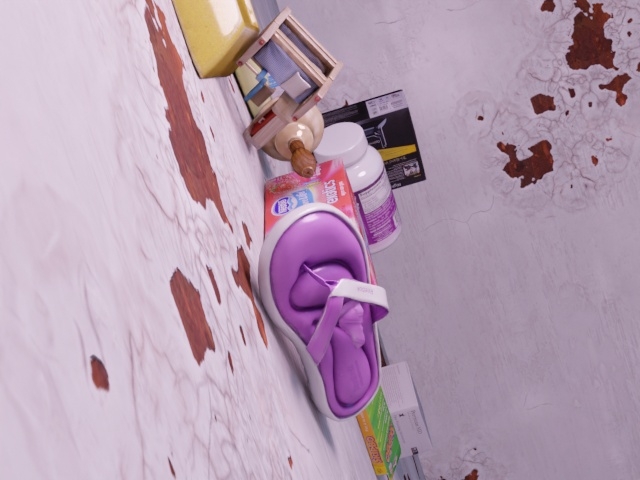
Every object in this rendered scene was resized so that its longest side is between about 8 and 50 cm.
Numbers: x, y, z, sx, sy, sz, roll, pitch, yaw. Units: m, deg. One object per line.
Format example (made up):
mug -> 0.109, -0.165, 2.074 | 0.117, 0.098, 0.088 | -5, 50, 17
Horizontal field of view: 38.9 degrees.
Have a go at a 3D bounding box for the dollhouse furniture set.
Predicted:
dollhouse furniture set -> -0.084, -0.239, 1.419 | 0.129, 0.184, 0.129 | 44, 36, -13

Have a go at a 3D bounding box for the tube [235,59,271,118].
tube -> -0.118, -0.274, 1.643 | 0.070, 0.062, 0.240 | -53, 150, -26

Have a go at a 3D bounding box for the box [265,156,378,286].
box -> 0.000, 0.000, 1.455 | 0.300, 0.142, 0.154 | -97, 169, -64

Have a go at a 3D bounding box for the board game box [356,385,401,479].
board game box -> 0.115, 0.377, 1.944 | 0.259, 0.039, 0.124 | 69, 22, -14

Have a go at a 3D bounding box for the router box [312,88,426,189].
router box -> 0.088, -0.217, 2.246 | 0.081, 0.309, 0.243 | -101, 173, -46

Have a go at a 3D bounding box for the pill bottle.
pill bottle -> 0.081, -0.123, 2.151 | 0.169, 0.169, 0.301 | -101, 171, -52

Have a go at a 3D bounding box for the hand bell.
hand bell -> -0.038, -0.152, 1.522 | 0.242, 0.126, 0.126 | -110, 180, -64

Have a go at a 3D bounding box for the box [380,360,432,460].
box -> 0.213, 0.459, 2.454 | 0.182, 0.119, 0.181 | -100, 171, -57

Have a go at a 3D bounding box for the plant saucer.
plant saucer -> -0.171, -0.411, 1.329 | 0.333, 0.081, 0.332 | -82, 154, -79

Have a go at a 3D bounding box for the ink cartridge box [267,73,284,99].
ink cartridge box -> -0.091, -0.366, 2.204 | 0.180, 0.060, 0.104 | 68, 6, -47

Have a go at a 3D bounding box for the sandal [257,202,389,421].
sandal -> 0.036, 0.110, 1.239 | 0.102, 0.169, 0.416 | 29, -27, 37
